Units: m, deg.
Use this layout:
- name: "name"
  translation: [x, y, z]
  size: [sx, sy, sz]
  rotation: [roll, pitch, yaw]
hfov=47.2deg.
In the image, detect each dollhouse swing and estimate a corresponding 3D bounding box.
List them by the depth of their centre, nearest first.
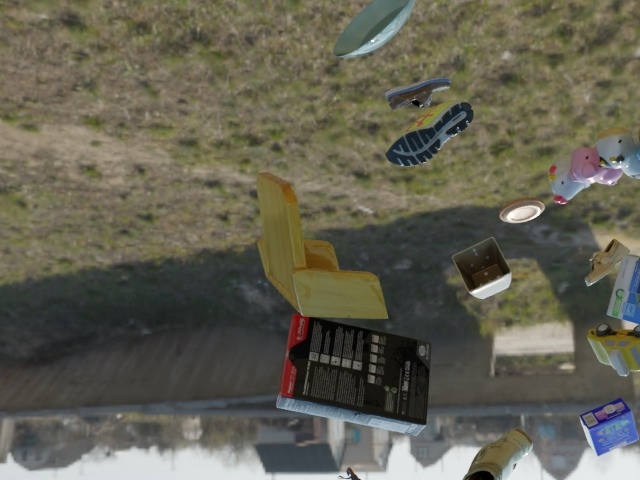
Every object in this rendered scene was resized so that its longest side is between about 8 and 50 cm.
- name: "dollhouse swing"
  translation: [0.000, 0.000, 1.872]
  size: [0.315, 0.305, 0.347]
  rotation: [4, -169, -20]

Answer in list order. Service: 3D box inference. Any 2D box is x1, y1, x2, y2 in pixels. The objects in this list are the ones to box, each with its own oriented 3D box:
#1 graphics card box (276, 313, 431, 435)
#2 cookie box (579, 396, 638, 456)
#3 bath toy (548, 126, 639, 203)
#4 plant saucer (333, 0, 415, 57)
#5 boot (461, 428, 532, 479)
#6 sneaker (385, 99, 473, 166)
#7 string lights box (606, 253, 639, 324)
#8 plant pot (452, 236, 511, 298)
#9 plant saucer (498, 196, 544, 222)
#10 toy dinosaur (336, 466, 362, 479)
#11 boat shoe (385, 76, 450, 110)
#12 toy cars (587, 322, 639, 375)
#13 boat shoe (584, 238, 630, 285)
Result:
- name: "graphics card box"
  translation: [0.088, 0.336, 1.844]
  size: [0.370, 0.233, 0.094]
  rotation: [11, 145, -4]
- name: "cookie box"
  translation: [0.573, 0.371, 1.452]
  size: [0.091, 0.040, 0.107]
  rotation: [-26, 128, 6]
- name: "bath toy"
  translation: [0.629, -0.167, 1.639]
  size: [0.151, 0.129, 0.348]
  rotation: [38, 161, -11]
- name: "plant saucer"
  translation: [0.107, -0.388, 1.315]
  size: [0.037, 0.195, 0.195]
  rotation: [43, 144, -25]
- name: "boot"
  translation: [0.432, 0.623, 1.933]
  size: [0.203, 0.095, 0.262]
  rotation: [-28, 160, -44]
- name: "sneaker"
  translation: [0.231, -0.237, 1.601]
  size: [0.208, 0.094, 0.081]
  rotation: [-31, 119, 2]
- name: "string lights box"
  translation: [0.719, 0.122, 1.443]
  size: [0.259, 0.133, 0.076]
  rotation: [18, -171, 41]
- name: "plant pot"
  translation: [0.392, 0.077, 1.738]
  size: [0.109, 0.109, 0.096]
  rotation: [-26, 143, 10]
- name: "plant saucer"
  translation: [0.373, -0.054, 1.354]
  size: [0.083, 0.013, 0.083]
  rotation: [-5, 153, -2]
- name: "toy dinosaur"
  translation: [0.089, 0.601, 1.827]
  size: [0.090, 0.082, 0.047]
  rotation: [-11, 131, 6]
- name: "boat shoe"
  translation: [0.269, -0.393, 1.983]
  size: [0.183, 0.066, 0.066]
  rotation: [-14, 179, -2]
- name: "toy cars"
  translation: [0.760, 0.300, 1.588]
  size: [0.393, 0.087, 0.176]
  rotation: [31, 146, 25]
- name: "boat shoe"
  translation: [0.719, 0.054, 1.870]
  size: [0.170, 0.059, 0.063]
  rotation: [-34, 169, -30]
